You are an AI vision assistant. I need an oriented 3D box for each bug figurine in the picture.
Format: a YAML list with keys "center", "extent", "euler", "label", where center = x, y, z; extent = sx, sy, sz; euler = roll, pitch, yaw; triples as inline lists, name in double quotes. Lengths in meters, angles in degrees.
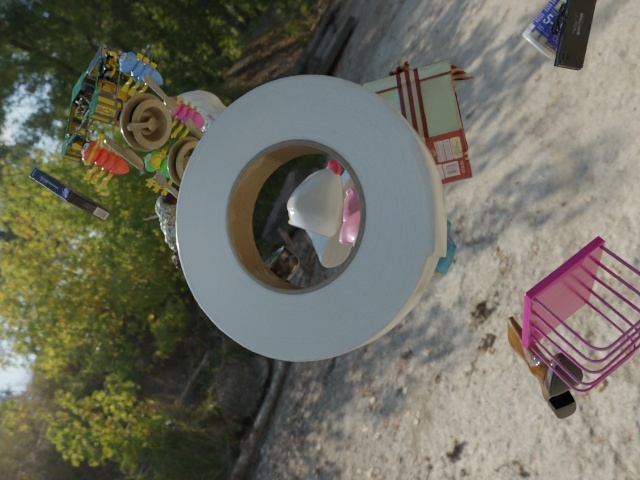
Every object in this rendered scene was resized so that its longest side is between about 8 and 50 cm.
- center: [-0.338, -0.222, 1.060]
  extent: [0.072, 0.216, 0.279]
  euler: [0, 70, 53]
  label: "bug figurine"

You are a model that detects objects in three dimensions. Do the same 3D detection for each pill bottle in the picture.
- center: [0.642, -0.590, 1.444]
  extent: [0.187, 0.112, 0.112]
  euler: [-52, 19, 29]
  label: "pill bottle"

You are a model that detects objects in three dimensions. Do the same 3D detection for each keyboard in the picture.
- center: [0.526, -0.457, 1.145]
  extent: [0.023, 0.108, 0.180]
  euler: [27, 114, 60]
  label: "keyboard"

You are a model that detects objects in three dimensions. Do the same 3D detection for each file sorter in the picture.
- center: [0.579, 0.178, 1.176]
  extent: [0.202, 0.291, 0.182]
  euler: [-37, 54, -6]
  label: "file sorter"

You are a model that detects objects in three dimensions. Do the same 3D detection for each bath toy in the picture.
- center: [0.096, -0.040, 0.982]
  extent: [0.151, 0.348, 0.129]
  euler: [19, 90, 56]
  label: "bath toy"

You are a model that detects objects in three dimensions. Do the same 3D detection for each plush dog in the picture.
- center: [-0.345, 0.006, 1.499]
  extent: [0.210, 0.262, 0.226]
  euler: [-38, 68, 33]
  label: "plush dog"

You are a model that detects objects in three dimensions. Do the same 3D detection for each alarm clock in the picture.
- center: [-0.110, 0.075, 1.230]
  extent: [0.129, 0.064, 0.192]
  euler: [-47, 13, -11]
  label: "alarm clock"

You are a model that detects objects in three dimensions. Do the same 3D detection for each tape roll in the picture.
- center: [-0.024, -0.030, 0.756]
  extent: [0.392, 0.391, 0.072]
  euler: [-65, -22, 8]
  label: "tape roll"

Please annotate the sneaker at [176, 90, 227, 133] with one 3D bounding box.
- center: [-0.352, -0.395, 1.812]
  extent: [0.114, 0.305, 0.152]
  euler: [117, 176, -46]
  label: "sneaker"

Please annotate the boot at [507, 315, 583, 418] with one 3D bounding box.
- center: [0.616, 0.315, 1.527]
  extent: [0.096, 0.264, 0.280]
  euler: [-26, 41, 5]
  label: "boot"

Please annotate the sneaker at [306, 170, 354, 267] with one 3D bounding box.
- center: [0.031, -0.101, 1.228]
  extent: [0.169, 0.108, 0.293]
  euler: [58, 136, 40]
  label: "sneaker"

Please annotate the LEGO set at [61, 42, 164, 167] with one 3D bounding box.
- center: [-0.495, -0.317, 1.358]
  extent: [0.331, 0.192, 0.255]
  euler: [-34, 53, 42]
  label: "LEGO set"

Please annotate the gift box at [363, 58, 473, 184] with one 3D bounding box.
- center: [0.277, -0.298, 1.426]
  extent: [0.255, 0.276, 0.258]
  euler: [59, -157, -59]
  label: "gift box"

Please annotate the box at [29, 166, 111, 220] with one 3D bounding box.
- center: [-0.566, -0.104, 1.233]
  extent: [0.029, 0.162, 0.116]
  euler: [-58, -31, -6]
  label: "box"

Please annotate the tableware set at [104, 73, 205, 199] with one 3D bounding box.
- center: [-0.233, -0.154, 0.866]
  extent: [0.039, 0.194, 0.128]
  euler: [13, 71, 32]
  label: "tableware set"
